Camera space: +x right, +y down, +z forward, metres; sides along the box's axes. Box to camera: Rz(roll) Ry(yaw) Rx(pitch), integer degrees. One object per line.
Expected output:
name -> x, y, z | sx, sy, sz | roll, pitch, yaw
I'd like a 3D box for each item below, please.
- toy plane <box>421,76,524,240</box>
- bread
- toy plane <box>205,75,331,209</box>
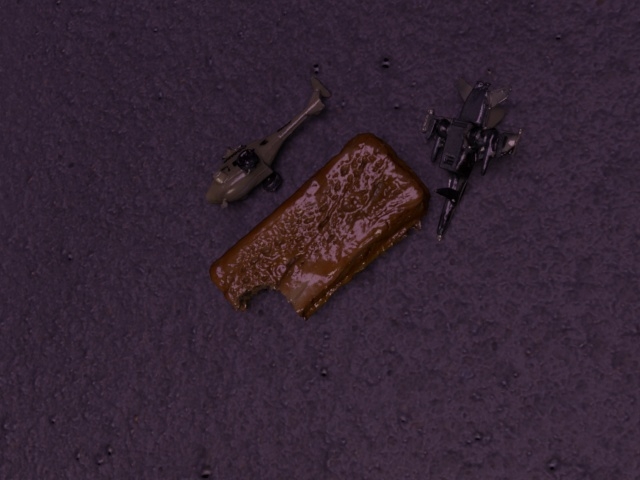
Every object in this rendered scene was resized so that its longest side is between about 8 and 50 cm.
toy plane -> 0.221, -0.127, 1.104 | 0.192, 0.088, 0.262 | 24, 94, 45
bread -> 0.000, 0.000, 1.147 | 0.380, 0.109, 0.185 | -40, 82, 11
toy plane -> -0.093, -0.164, 1.212 | 0.286, 0.092, 0.108 | -39, 49, 11
